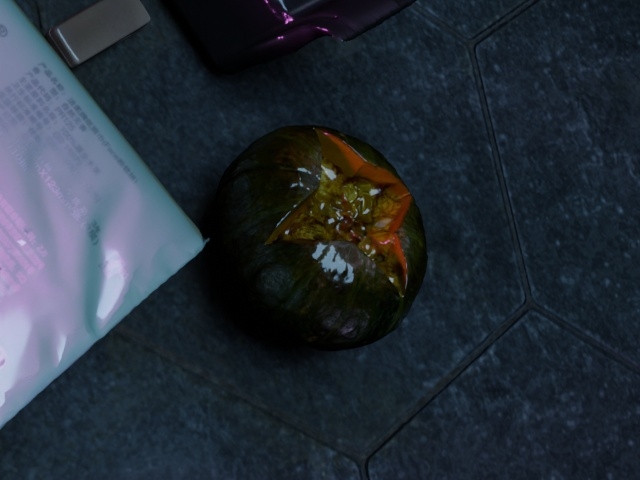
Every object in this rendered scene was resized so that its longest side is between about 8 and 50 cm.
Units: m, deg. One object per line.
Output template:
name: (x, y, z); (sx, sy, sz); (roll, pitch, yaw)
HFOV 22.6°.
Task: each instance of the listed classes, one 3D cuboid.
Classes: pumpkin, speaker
pumpkin: (-0.002, 0.000, 1.621); (0.238, 0.159, 0.238); (22, 53, -33)
speaker: (-0.090, -0.355, 1.689); (0.180, 0.184, 0.388); (-37, 93, -39)

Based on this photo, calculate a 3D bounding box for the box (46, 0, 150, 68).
box: (-0.226, -0.218, 1.635); (0.115, 0.025, 0.048); (-40, 102, -39)

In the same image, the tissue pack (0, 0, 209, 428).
tissue pack: (-0.352, -0.041, 1.353); (0.405, 0.205, 0.332); (51, 50, -7)
